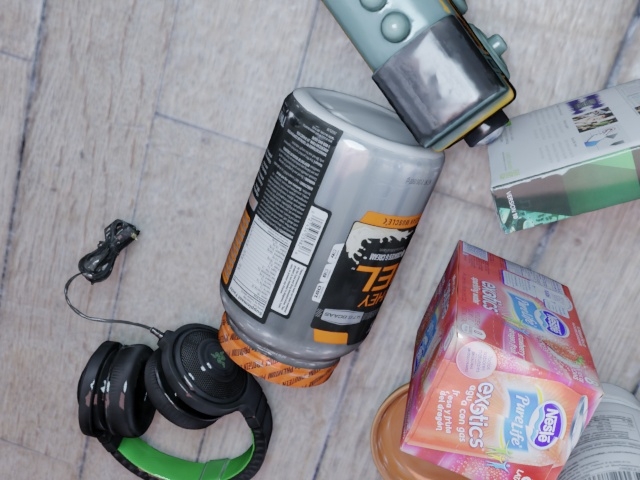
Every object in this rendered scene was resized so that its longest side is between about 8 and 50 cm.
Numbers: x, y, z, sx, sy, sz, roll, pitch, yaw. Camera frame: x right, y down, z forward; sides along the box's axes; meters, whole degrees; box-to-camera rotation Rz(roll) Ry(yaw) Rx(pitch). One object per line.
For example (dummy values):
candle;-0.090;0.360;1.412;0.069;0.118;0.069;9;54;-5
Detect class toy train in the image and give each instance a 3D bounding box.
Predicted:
toy train;0.080;-0.238;0.845;0.142;0.190;0.334;-34;89;19

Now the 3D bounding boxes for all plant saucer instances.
plant saucer;0.166;0.266;1.094;0.199;0.037;0.200;4;110;10

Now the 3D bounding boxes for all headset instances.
headset;-0.211;0.171;1.108;0.243;0.185;0.394;-13;120;19

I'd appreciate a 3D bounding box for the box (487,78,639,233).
box;0.330;-0.110;0.831;0.321;0.232;0.059;-17;109;17

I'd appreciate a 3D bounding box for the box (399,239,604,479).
box;0.191;0.128;0.902;0.154;0.300;0.142;22;109;2

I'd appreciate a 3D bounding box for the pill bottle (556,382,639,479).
pill bottle;0.333;0.286;0.935;0.160;0.283;0.161;3;109;10

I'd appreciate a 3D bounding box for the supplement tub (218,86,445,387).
supplement tub;0.000;0.000;0.955;0.193;0.193;0.316;23;112;3
